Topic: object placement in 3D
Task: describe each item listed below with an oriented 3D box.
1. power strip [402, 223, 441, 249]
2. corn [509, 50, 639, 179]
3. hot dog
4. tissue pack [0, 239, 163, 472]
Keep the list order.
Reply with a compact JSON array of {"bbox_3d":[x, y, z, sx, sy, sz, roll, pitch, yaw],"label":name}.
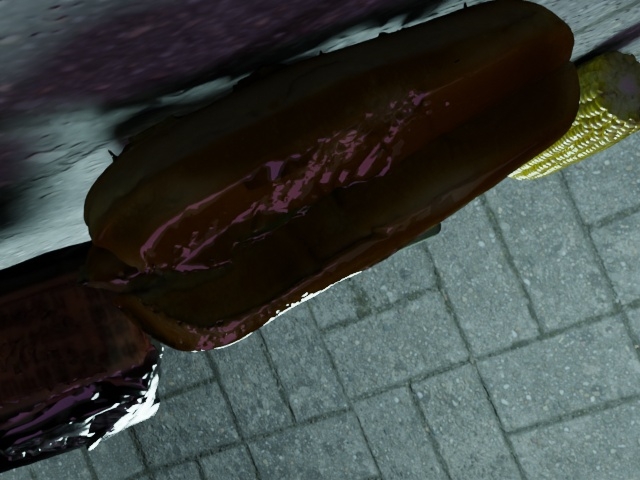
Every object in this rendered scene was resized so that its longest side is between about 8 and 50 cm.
[{"bbox_3d":[0.000,0.000,1.222,0.288,0.093,0.053,-22,-179,-26],"label":"power strip"},{"bbox_3d":[0.233,-0.113,1.023,0.081,0.081,0.248,-22,177,-16],"label":"corn"},{"bbox_3d":[0.012,-0.038,0.497,0.270,0.109,0.072,-28,-142,-16],"label":"hot dog"},{"bbox_3d":[-0.252,0.094,0.577,0.333,0.123,0.245,-18,171,-14],"label":"tissue pack"}]
